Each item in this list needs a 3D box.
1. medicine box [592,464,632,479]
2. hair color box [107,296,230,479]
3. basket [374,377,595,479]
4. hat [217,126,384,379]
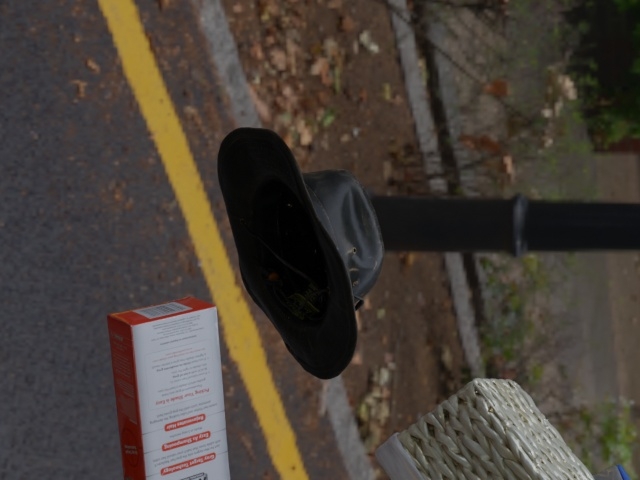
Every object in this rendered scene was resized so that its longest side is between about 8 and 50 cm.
[{"bbox_3d":[0.428,0.500,1.420,0.289,0.149,0.263,54,14,-21],"label":"medicine box"},{"bbox_3d":[-0.110,0.118,0.781,0.072,0.043,0.141,-11,104,-34],"label":"hair color box"},{"bbox_3d":[0.143,0.195,0.824,0.167,0.103,0.113,52,18,25],"label":"basket"},{"bbox_3d":[0.000,0.000,1.344,0.134,0.331,0.331,-22,117,-24],"label":"hat"}]
